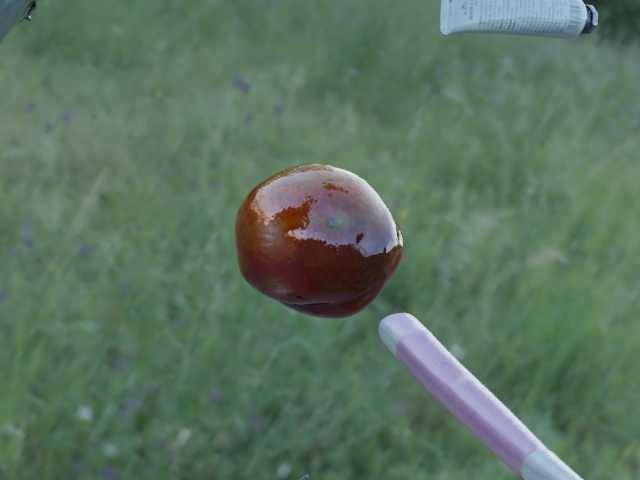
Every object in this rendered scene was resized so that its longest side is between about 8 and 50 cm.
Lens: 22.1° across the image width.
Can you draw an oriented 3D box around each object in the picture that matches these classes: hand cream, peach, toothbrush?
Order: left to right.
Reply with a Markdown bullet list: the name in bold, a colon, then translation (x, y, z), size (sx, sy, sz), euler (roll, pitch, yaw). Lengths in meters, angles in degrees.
- **peach**: translation (0.000, 0.000, 1.051), size (0.100, 0.101, 0.101), euler (29, 14, -8)
- **hand cream**: translation (0.190, -0.225, 1.600), size (0.194, 0.067, 0.042), euler (2, 5, -35)
- **toothbrush**: translation (0.075, 0.079, 0.625), size (0.020, 0.025, 0.286), euler (-15, 20, -13)

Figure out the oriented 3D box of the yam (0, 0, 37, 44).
- **yam**: translation (-0.245, -0.150, 0.807), size (0.241, 0.348, 0.241), euler (32, 25, -17)

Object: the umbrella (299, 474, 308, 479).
- **umbrella**: translation (-0.053, 0.197, 1.103), size (0.013, 0.122, 0.022), euler (58, -17, -17)
